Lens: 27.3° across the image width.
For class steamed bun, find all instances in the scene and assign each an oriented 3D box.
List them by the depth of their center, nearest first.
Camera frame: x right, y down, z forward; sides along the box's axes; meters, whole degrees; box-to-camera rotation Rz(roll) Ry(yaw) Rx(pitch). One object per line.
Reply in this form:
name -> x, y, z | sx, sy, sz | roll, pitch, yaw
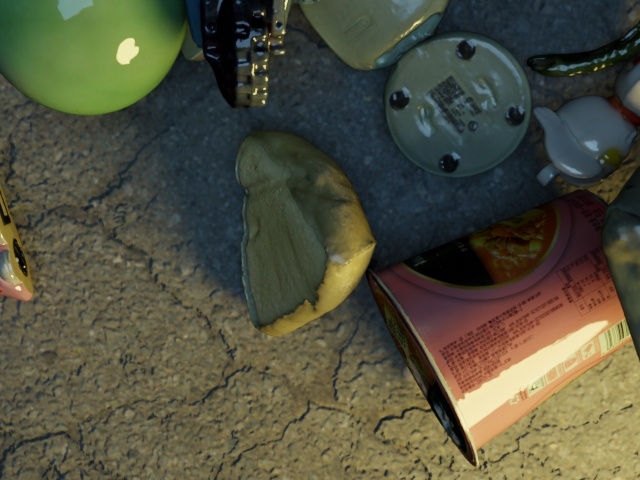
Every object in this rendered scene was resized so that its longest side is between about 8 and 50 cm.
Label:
steamed bun -> -0.011, -0.023, 1.397 | 0.110, 0.231, 0.212 | -7, 77, -28

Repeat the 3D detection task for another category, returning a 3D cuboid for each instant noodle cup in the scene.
instant noodle cup -> 0.208, 0.075, 1.387 | 0.255, 0.244, 0.244 | -30, 97, -5

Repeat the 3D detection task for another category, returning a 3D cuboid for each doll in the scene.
doll -> 0.374, -0.185, 1.357 | 0.384, 0.188, 0.099 | -38, 72, 9

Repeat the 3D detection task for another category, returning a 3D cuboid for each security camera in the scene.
security camera -> 0.102, -0.205, 1.398 | 0.157, 0.080, 0.301 | -37, 96, 18

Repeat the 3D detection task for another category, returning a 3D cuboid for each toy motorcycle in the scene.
toy motorcycle -> -0.076, -0.342, 1.241 | 0.172, 0.232, 0.416 | -6, 112, -8

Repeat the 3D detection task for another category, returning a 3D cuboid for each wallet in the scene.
wallet -> 0.370, 0.032, 1.305 | 0.083, 0.360, 0.252 | -16, 101, 31

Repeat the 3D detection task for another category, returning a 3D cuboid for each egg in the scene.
egg -> -0.245, -0.260, 1.323 | 0.220, 0.220, 0.269 | -17, 91, 2

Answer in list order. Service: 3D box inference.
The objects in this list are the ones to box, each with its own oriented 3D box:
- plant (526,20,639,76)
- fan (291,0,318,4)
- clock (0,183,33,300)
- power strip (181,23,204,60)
plant -> 0.384, -0.323, 1.398 | 0.251, 0.180, 0.333 | 15, 130, -8
fan -> -0.056, -0.315, 1.374 | 0.240, 0.009, 0.131 | 27, 108, 24
clock -> -0.430, 0.002, 1.426 | 0.195, 0.100, 0.194 | -19, 94, 0
power strip -> -0.089, -0.265, 1.376 | 0.192, 0.035, 0.081 | -33, 80, 29
